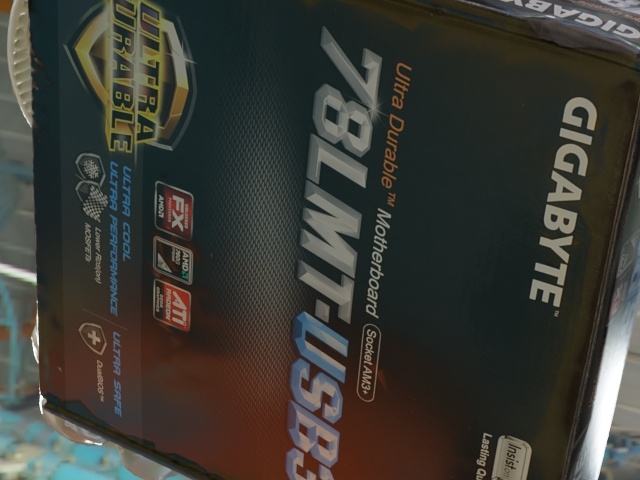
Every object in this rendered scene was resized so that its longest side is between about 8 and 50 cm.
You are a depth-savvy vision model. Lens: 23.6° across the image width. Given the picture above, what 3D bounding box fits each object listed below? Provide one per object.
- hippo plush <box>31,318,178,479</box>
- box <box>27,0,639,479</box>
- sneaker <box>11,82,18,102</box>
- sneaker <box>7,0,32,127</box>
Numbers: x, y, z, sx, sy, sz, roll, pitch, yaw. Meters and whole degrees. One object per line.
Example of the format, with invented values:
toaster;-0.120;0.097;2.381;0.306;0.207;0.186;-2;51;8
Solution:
hippo plush;-0.113;0.045;1.359;0.294;0.234;0.237;-21;-138;26
box;0.000;0.000;0.707;0.293;0.073;0.296;22;-55;24
sneaker;-0.187;-0.164;1.159;0.053;0.061;0.152;25;-93;4
sneaker;-0.060;-0.178;0.799;0.131;0.148;0.350;32;-47;3
